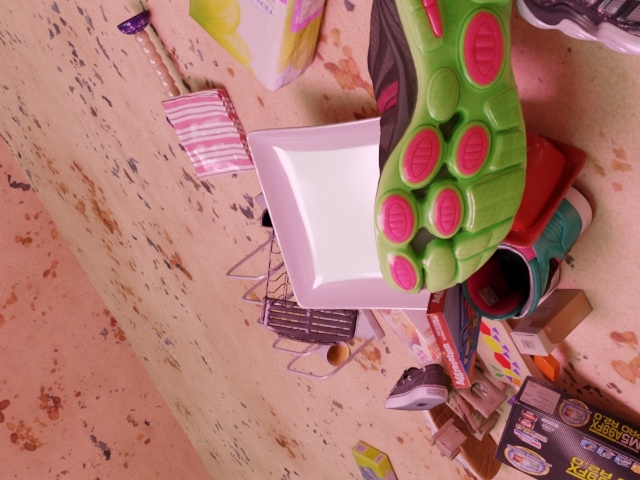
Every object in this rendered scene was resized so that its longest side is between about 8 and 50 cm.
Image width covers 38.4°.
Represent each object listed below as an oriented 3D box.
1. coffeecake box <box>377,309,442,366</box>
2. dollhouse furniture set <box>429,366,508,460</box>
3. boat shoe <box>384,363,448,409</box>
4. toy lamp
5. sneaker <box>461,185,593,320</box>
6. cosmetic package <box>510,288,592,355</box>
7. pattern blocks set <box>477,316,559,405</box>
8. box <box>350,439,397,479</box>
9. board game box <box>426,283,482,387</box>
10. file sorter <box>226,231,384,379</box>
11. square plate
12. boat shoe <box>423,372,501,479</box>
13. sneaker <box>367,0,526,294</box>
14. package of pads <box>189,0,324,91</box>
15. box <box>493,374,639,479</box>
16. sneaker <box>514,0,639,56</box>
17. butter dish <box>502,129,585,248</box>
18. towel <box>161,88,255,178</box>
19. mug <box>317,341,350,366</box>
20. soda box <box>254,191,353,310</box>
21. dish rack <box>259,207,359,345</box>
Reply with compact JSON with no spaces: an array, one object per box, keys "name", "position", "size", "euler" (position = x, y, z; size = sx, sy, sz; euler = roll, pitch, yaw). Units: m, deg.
[{"name":"coffeecake box","position":[0.166,0.132,1.684],"size":[0.185,0.068,0.142],"euler":[52,166,8]},{"name":"dollhouse furniture set","position":[0.251,0.344,1.738],"size":[0.101,0.161,0.182],"euler":[42,159,22]},{"name":"boat shoe","position":[0.177,0.273,1.716],"size":[0.080,0.076,0.228],"euler":[6,162,-9]},{"name":"toy lamp","position":[-0.321,-0.333,1.892],"size":[0.080,0.080,0.275],"euler":[3,126,56]},{"name":"sneaker","position":[0.276,0.054,1.326],"size":[0.124,0.178,0.295],"euler":[42,155,19]},{"name":"cosmetic package","position":[0.346,0.122,1.376],"size":[0.060,0.115,0.041],"euler":[-4,120,58]},{"name":"pattern blocks set","position":[0.314,0.189,1.589],"size":[0.285,0.026,0.325],"euler":[21,147,55]},{"name":"box","position":[0.151,0.612,2.391],"size":[0.109,0.042,0.178],"euler":[18,138,48]},{"name":"board game box","position":[0.206,0.062,1.341],"size":[0.027,0.281,0.145],"euler":[-10,125,25]},{"name":"file sorter","position":[-0.039,0.135,1.936],"size":[0.193,0.173,0.278],"euler":[1,125,58]},{"name":"square plate","position":[0.068,-0.043,1.537],"size":[0.347,0.049,0.344],"euler":[-2,115,33]},{"name":"boat shoe","position":[0.257,0.372,1.856],"size":[0.277,0.098,0.096],"euler":[57,152,-15]},{"name":"sneaker","position":[0.148,-0.172,1.128],"size":[0.202,0.185,0.483],"euler":[-112,26,-81]},{"name":"package of pads","position":[-0.096,-0.398,1.428],"size":[0.229,0.101,0.296],"euler":[45,154,15]},{"name":"box","position":[0.437,0.353,1.518],"size":[0.270,0.060,0.216],"euler":[24,145,17]},{"name":"sneaker","position":[0.304,-0.284,0.938],"size":[0.268,0.101,0.153],"euler":[28,148,43]},{"name":"butter dish","position":[0.235,-0.095,1.203],"size":[0.160,0.160,0.118],"euler":[27,170,40]},{"name":"towel","position":[-0.226,-0.212,1.871],"size":[0.144,0.029,0.197],"euler":[-7,125,25]},{"name":"mug","position":[0.026,0.260,2.122],"size":[0.064,0.062,0.078],"euler":[21,135,58]},{"name":"soda box","position":[0.000,0.000,1.787],"size":[0.286,0.098,0.091],"euler":[56,153,-9]},{"name":"dish rack","position":[-0.014,0.070,1.704],"size":[0.208,0.074,0.271],"euler":[9,107,6]}]
